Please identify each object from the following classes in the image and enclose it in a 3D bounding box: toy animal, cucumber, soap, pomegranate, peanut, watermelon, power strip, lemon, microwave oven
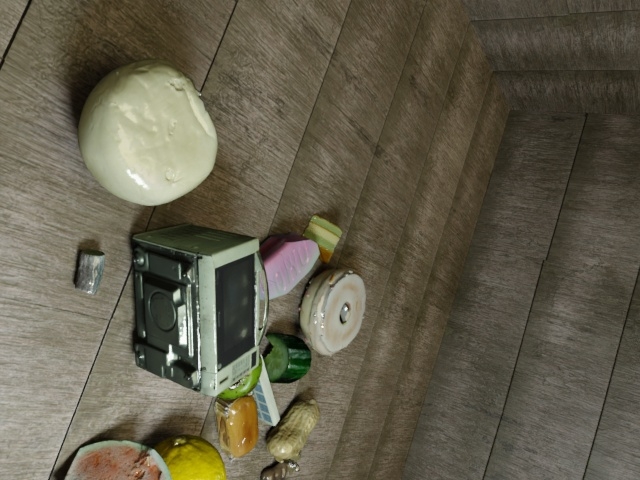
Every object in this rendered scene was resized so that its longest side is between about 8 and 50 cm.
[{"bbox_3d":[-0.156,0.951,2.188,0.214,0.094,0.186,2,91,-46],"label":"toy animal"},{"bbox_3d":[-0.586,0.081,1.341,0.064,0.064,0.112,7,97,-55],"label":"cucumber"},{"bbox_3d":[-0.142,0.084,1.914,0.324,0.109,0.192,-44,134,-39],"label":"soap"},{"bbox_3d":[-0.136,0.450,1.986,0.130,0.191,0.191,19,85,-46],"label":"cucumber"},{"bbox_3d":[-0.290,0.419,1.709,0.211,0.263,0.211,-1,94,-14],"label":"pomegranate"},{"bbox_3d":[-0.113,0.778,2.159,0.291,0.143,0.159,-47,169,-43],"label":"peanut"},{"bbox_3d":[-0.521,0.672,1.416,0.180,0.305,0.224,-17,116,-87],"label":"watermelon"},{"bbox_3d":[-0.232,0.533,1.935,0.043,0.106,0.367,-43,132,-44],"label":"power strip"},{"bbox_3d":[-0.419,0.738,1.601,0.293,0.293,0.293,-22,118,-49],"label":"lemon"},{"bbox_3d":[-0.345,0.182,1.467,0.247,0.333,0.394,-19,115,-55],"label":"microwave oven"}]

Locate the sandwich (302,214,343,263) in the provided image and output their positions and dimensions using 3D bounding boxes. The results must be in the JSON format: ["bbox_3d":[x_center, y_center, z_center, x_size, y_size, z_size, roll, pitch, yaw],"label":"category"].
[{"bbox_3d":[0.000,0.000,2.167,0.117,0.144,0.187,-61,178,-21],"label":"sandwich"}]

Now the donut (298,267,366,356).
[{"bbox_3d":[0.049,0.290,2.215,0.383,0.142,0.382,-23,120,-49],"label":"donut"}]

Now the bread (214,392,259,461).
[{"bbox_3d":[-0.295,0.654,1.888,0.136,0.107,0.241,-24,119,-46],"label":"bread"}]

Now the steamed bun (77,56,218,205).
[{"bbox_3d":[-0.439,-0.254,1.288,0.312,0.233,0.333,-38,121,-39],"label":"steamed bun"}]
